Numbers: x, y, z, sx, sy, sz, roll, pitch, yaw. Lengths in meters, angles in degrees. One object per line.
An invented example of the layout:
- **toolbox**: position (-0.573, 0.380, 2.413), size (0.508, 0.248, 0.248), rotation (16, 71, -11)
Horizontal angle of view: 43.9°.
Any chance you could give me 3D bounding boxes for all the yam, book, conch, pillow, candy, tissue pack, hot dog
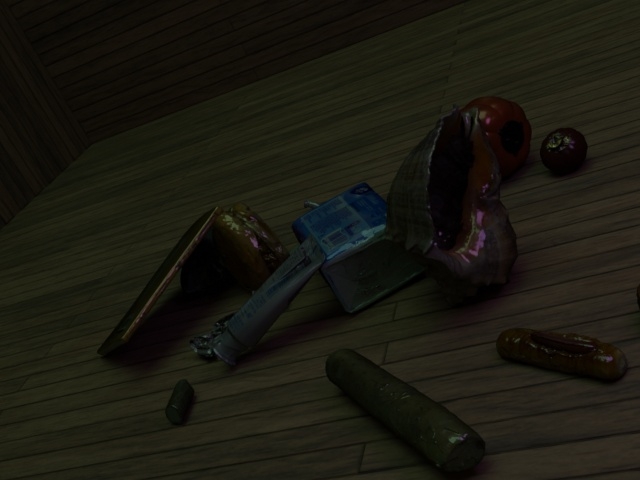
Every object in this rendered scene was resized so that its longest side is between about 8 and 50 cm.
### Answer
- **yam**: position (-0.271, 0.311, 1.531), size (0.043, 0.043, 0.094), rotation (-18, 25, 19)
- **book**: position (-0.378, 0.097, 1.861), size (0.389, 0.032, 0.269), rotation (-57, 14, -25)
- **conch**: position (0.210, -0.055, 1.416), size (0.210, 0.352, 0.297), rotation (-14, -4, 32)
- **pillow**: position (-0.261, 0.023, 2.028), size (0.161, 0.093, 0.335), rotation (-18, 26, 20)
- **candy**: position (-0.175, 0.174, 1.697), size (0.226, 0.051, 0.094), rotation (-34, 28, -16)
- **tissue pack**: position (0.076, 0.009, 1.656), size (0.198, 0.146, 0.263), rotation (-30, 24, -4)
- **hot dog**: position (0.358, 0.162, 1.197), size (0.066, 0.047, 0.215), rotation (-38, 26, -29)
- **yam**: position (0.118, 0.252, 1.220), size (0.083, 0.083, 0.371), rotation (-33, 24, -15)

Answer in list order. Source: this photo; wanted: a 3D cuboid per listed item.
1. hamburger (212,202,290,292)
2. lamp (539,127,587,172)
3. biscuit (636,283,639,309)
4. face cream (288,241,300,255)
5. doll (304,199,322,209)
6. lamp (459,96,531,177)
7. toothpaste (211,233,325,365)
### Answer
- **hamburger**: position (-0.159, 0.020, 1.803), size (0.108, 0.214, 0.213), rotation (-32, 25, -21)
- **lamp**: position (0.517, -0.192, 1.690), size (0.101, 0.090, 0.101), rotation (-20, 57, 34)
- **biscuit**: position (0.612, 0.085, 1.095), size (0.262, 0.052, 0.277), rotation (-25, 23, -8)
- **face cream**: position (0.000, 0.000, 1.865), size (0.182, 0.051, 0.072), rotation (-36, 37, -23)
- **doll**: position (0.073, -0.044, 1.831), size (0.227, 0.057, 0.114), rotation (-1, 62, 4)
- **lamp**: position (0.377, -0.232, 1.796), size (0.187, 0.188, 0.164), rotation (-38, 22, -23)
- **toothpaste**: position (-0.098, 0.119, 1.572), size (0.299, 0.073, 0.114), rotation (-48, 26, 10)
